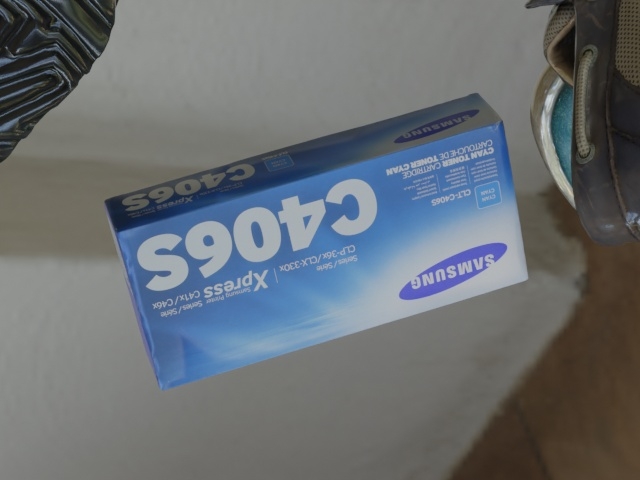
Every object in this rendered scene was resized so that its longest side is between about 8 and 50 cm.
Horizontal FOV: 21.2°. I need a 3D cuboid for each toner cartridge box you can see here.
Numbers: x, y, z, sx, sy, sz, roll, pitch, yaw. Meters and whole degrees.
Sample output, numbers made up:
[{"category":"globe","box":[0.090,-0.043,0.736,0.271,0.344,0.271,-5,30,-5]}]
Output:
[{"category":"toner cartridge box","box":[0.000,0.000,1.504,0.075,0.348,0.165,-120,15,-60]}]

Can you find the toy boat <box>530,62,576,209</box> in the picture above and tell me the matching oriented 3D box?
[{"category":"toy boat","box":[0.317,-0.073,1.237,0.267,0.318,0.148,-43,31,0]}]

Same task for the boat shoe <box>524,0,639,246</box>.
[{"category":"boat shoe","box":[0.177,-0.139,0.947,0.130,0.132,0.355,-18,39,21]}]

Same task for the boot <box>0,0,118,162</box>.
[{"category":"boot","box":[-0.220,-0.117,0.899,0.348,0.131,0.260,-33,33,21]}]
